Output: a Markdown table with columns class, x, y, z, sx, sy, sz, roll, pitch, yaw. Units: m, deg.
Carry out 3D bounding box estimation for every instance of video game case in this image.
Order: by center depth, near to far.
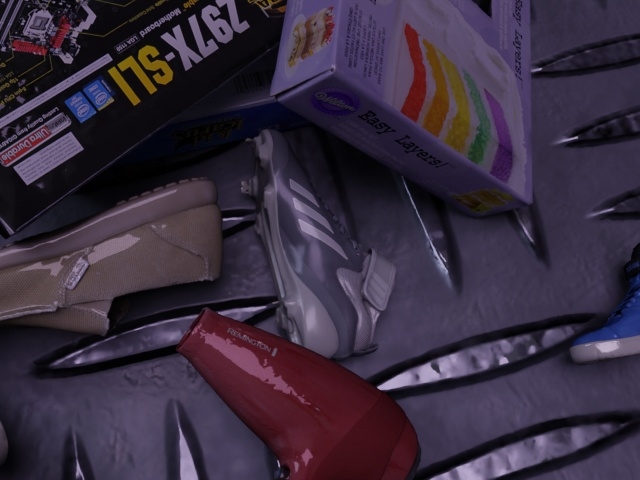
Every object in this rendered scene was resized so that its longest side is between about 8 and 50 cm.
| class | x | y | z | sx | sy | sz | roll | pitch | yaw |
| --- | --- | --- | --- | --- | --- | --- | --- | --- | --- |
| video game case | -0.141 | -0.202 | 0.614 | 0.270 | 0.061 | 0.244 | -13 | 71 | -9 |

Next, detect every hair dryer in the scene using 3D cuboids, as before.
| class | x | y | z | sx | sy | sz | roll | pitch | yaw |
| --- | --- | --- | --- | --- | --- | --- | --- | --- | --- |
| hair dryer | -0.006 | 0.166 | 0.412 | 0.224 | 0.080 | 0.293 | -2 | 55 | -50 |

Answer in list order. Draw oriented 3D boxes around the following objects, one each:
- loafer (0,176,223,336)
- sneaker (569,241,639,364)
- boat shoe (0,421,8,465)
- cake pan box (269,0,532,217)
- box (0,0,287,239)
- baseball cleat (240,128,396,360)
| class | x | y | z | sx | sy | sz | roll | pitch | yaw |
| --- | --- | --- | --- | --- | --- | --- | --- | --- | --- |
| loafer | -0.194 | 0.036 | 0.496 | 0.269 | 0.102 | 0.092 | -23 | 95 | -4 |
| sneaker | 0.260 | 0.046 | 0.531 | 0.152 | 0.058 | 0.084 | -14 | 75 | -12 |
| boat shoe | -0.333 | 0.122 | 0.455 | 0.233 | 0.079 | 0.084 | 18 | 114 | 9 |
| cake pan box | 0.086 | -0.181 | 0.538 | 0.246 | 0.070 | 0.266 | 27 | 61 | -39 |
| box | -0.173 | -0.198 | 0.460 | 0.322 | 0.079 | 0.257 | -43 | 109 | -23 |
| baseball cleat | 0.000 | 0.000 | 0.546 | 0.110 | 0.072 | 0.205 | -6 | 73 | -19 |
